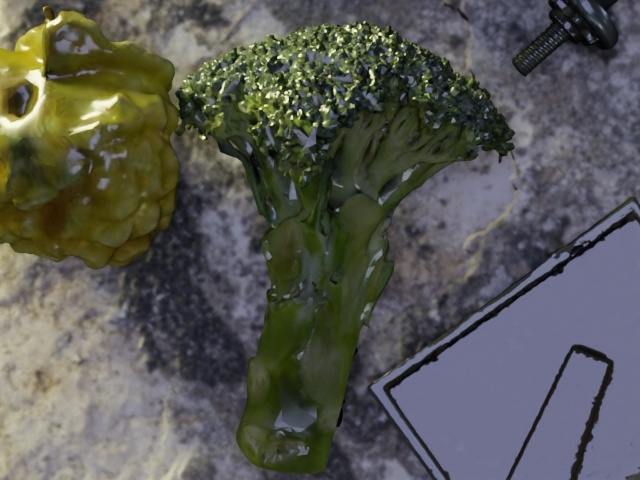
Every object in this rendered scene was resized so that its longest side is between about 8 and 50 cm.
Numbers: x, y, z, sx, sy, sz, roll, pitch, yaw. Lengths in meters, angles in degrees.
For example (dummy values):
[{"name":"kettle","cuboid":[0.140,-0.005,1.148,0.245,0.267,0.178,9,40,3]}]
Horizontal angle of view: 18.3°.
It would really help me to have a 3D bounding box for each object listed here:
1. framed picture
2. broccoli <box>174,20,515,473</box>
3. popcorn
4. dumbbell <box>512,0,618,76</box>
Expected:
[{"name":"framed picture","cuboid":[0.209,0.125,1.661,0.281,0.019,0.209,-34,90,0]},{"name":"broccoli","cuboid":[-0.018,-0.003,1.590,0.252,0.221,0.361,25,93,-31]},{"name":"popcorn","cuboid":[-0.198,-0.078,1.581,0.218,0.169,0.189,12,84,32]},{"name":"dumbbell","cuboid":[0.257,-0.226,1.633,0.254,0.081,0.081,-41,90,1]}]
